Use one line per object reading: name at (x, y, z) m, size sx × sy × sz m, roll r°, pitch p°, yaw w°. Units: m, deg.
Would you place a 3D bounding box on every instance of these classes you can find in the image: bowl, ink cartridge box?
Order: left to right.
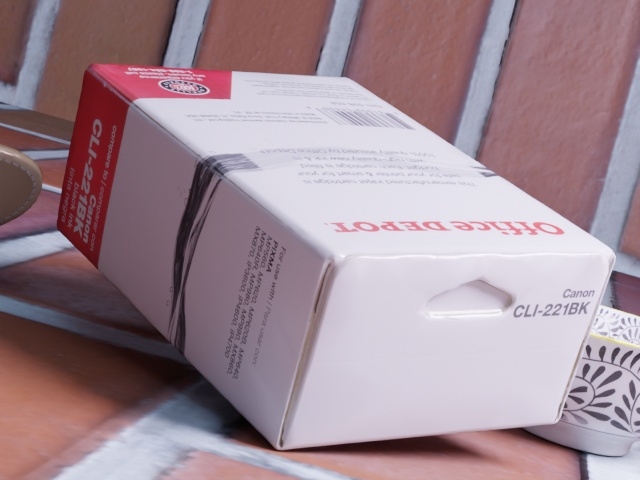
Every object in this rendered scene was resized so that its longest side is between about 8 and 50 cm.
ink cartridge box at (0.000, 0.000, 0.979) m, size 0.197 × 0.114 × 0.273 m, roll -1°, pitch 24°, yaw -35°
bowl at (0.168, 0.087, 1.083) m, size 0.170 × 0.080 × 0.170 m, roll 15°, pitch 5°, yaw -1°

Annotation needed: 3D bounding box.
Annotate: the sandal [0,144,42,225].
sandal at (-0.284, -0.012, 1.043) m, size 0.240 × 0.088 × 0.079 m, roll 5°, pitch 41°, yaw -23°
